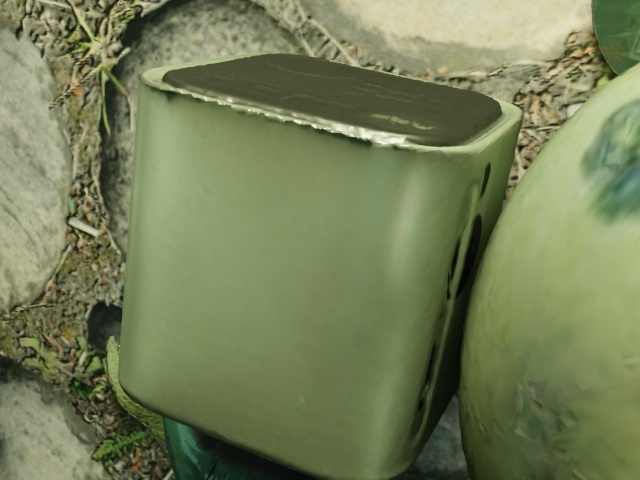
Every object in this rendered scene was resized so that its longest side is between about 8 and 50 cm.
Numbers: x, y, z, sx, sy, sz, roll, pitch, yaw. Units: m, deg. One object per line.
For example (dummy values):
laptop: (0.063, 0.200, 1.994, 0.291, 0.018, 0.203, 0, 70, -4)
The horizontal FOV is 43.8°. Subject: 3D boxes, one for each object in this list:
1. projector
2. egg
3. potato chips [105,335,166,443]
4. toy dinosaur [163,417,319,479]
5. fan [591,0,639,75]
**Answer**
projector: (0.000, 0.000, 0.628, 0.248, 0.248, 0.249, 17, 112, 19)
egg: (0.264, 0.080, 0.527, 0.344, 0.345, 0.428, 1, 103, 17)
potato chips: (-0.152, 0.175, 0.869, 0.209, 0.026, 0.142, 24, 116, 11)
toy dinosaur: (-0.031, 0.228, 0.811, 0.383, 0.129, 0.331, 12, 98, -1)
fan: (0.334, -0.178, 0.592, 0.294, 0.012, 0.223, 42, 119, -4)
